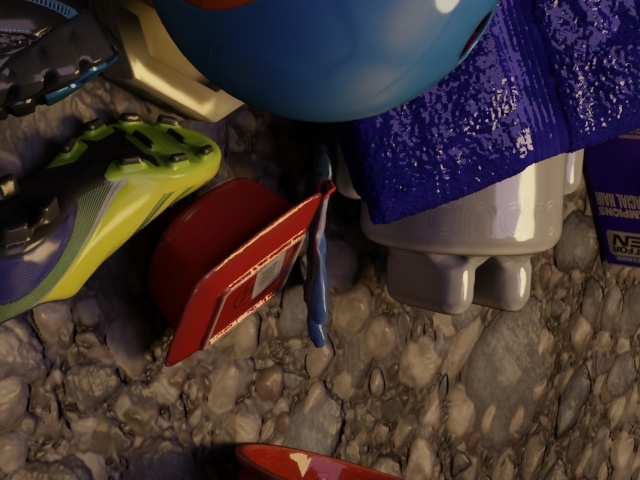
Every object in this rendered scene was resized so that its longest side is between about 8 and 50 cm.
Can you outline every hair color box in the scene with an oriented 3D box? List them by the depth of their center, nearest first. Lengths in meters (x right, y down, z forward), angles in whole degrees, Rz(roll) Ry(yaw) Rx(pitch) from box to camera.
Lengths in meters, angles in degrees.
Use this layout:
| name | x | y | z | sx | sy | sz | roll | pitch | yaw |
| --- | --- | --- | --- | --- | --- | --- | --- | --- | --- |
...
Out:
| name | x | y | z | sx | sy | sz | roll | pitch | yaw |
| --- | --- | --- | --- | --- | --- | --- | --- | --- | --- |
| hair color box | 0.392 | -0.154 | 2.119 | 0.185 | 0.110 | 0.339 | -41 | 124 | -40 |

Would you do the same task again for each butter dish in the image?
| name | x | y | z | sx | sy | sz | roll | pitch | yaw |
| --- | --- | --- | --- | --- | --- | --- | --- | --- | --- |
| butter dish | -0.097 | 0.006 | 1.566 | 0.160 | 0.118 | 0.160 | -37 | 164 | -31 |

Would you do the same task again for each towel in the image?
| name | x | y | z | sx | sy | sz | roll | pitch | yaw |
| --- | --- | --- | --- | --- | --- | --- | --- | --- | --- |
| towel | 0.153 | -0.165 | 1.607 | 0.308 | 0.076 | 0.228 | -21 | 101 | -8 |

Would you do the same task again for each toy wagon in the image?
| name | x | y | z | sx | sy | sz | roll | pitch | yaw |
| --- | --- | --- | --- | --- | --- | --- | --- | --- | --- |
| toy wagon | -0.087 | -0.282 | 1.560 | 0.267 | 0.068 | 0.344 | 27 | 75 | -49 |

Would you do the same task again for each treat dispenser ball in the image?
| name | x | y | z | sx | sy | sz | roll | pitch | yaw |
| --- | --- | --- | --- | --- | --- | --- | --- | --- | --- |
| treat dispenser ball | 0.004 | -0.236 | 1.395 | 0.288 | 0.288 | 0.288 | -11 | 104 | -49 |

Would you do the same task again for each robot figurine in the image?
| name | x | y | z | sx | sy | sz | roll | pitch | yaw |
| --- | --- | --- | --- | --- | --- | --- | --- | --- | --- |
| robot figurine | 0.143 | -0.108 | 1.756 | 0.300 | 0.200 | 0.353 | -4 | 99 | -36 |

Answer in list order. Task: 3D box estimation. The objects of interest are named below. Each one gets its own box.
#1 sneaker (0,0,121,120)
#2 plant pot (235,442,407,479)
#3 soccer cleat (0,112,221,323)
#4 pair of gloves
| name | x | y | z | sx | sy | sz | roll | pitch | yaw |
| --- | --- | --- | --- | --- | --- | --- | --- | --- | --- |
| sneaker | -0.312 | -0.125 | 1.308 | 0.341 | 0.125 | 0.140 | -31 | 92 | -40 |
| plant pot | 0.013 | 0.355 | 1.653 | 0.272 | 0.272 | 0.265 | 15 | 92 | -50 |
| soccer cleat | -0.194 | -0.018 | 1.477 | 0.289 | 0.093 | 0.121 | -32 | 142 | -46 |
| pair of gloves | 0.000 | 0.000 | 1.660 | 0.198 | 0.023 | 0.159 | -93 | -173 | -69 |
